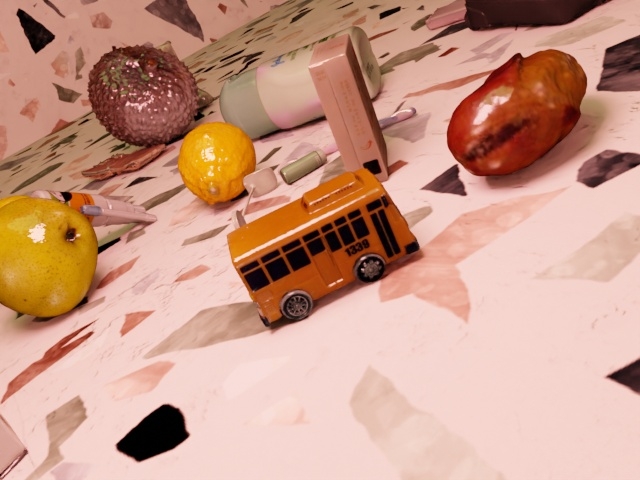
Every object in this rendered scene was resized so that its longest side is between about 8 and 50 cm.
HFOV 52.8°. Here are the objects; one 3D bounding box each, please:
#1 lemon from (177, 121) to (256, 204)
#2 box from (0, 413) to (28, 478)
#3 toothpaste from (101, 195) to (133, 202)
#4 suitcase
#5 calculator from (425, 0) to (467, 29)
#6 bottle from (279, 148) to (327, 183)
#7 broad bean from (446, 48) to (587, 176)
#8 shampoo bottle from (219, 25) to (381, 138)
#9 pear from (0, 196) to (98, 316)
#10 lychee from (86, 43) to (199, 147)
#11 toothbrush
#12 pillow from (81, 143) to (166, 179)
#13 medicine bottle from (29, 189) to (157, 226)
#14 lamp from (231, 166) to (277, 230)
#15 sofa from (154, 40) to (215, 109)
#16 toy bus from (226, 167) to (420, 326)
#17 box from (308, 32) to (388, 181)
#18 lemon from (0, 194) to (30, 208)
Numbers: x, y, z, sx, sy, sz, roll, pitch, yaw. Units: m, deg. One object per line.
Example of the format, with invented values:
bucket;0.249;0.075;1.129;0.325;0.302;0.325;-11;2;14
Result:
lemon;-0.187;-0.138;1.158;0.142;0.142;0.187;-21;32;11
box;-0.502;0.285;0.684;0.200;0.106;0.299;-5;31;41
toothpaste;-0.563;-0.072;1.478;0.323;0.066;0.100;1;35;36
suitcase;0.494;-0.576;1.332;0.345;0.188;0.339;-33;32;-17
calculator;0.345;-0.572;1.607;0.175;0.032;0.100;-7;32;34
bottle;-0.029;-0.129;1.119;0.083;0.030;0.030;-31;26;-12
broad bean;0.252;-0.164;0.822;0.228;0.122;0.156;-39;2;-38
shampoo bottle;-0.055;-0.325;1.378;0.350;0.151;0.222;-16;29;22
pear;-0.453;0.028;1.033;0.198;0.198;0.198;-21;26;11
lychee;-0.476;-0.379;1.741;0.300;0.300;0.300;-21;26;11
toothbrush;0.046;-0.179;1.154;0.269;0.021;0.027;-23;31;5
pillow;-0.524;-0.210;1.721;0.233;0.043;0.126;-7;28;34
medicine bottle;-0.412;-0.053;1.186;0.092;0.061;0.221;11;5;36
lamp;-0.106;-0.061;1.039;0.056;0.050;0.198;-19;26;11
sofa;-0.479;-0.471;1.966;0.210;0.225;0.176;-33;22;-21
toy bus;0.000;0.000;0.748;0.201;0.114;0.098;-26;26;-1
box;0.047;-0.196;0.977;0.058;0.201;0.141;-15;28;13
lemon;-0.556;0.001;1.203;0.173;0.173;0.206;-30;12;-7
